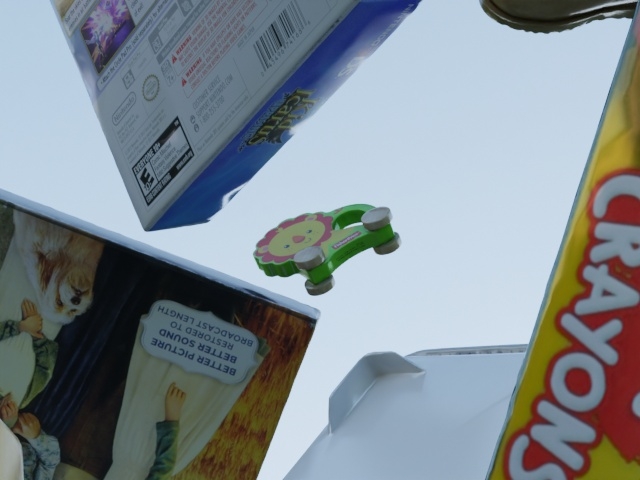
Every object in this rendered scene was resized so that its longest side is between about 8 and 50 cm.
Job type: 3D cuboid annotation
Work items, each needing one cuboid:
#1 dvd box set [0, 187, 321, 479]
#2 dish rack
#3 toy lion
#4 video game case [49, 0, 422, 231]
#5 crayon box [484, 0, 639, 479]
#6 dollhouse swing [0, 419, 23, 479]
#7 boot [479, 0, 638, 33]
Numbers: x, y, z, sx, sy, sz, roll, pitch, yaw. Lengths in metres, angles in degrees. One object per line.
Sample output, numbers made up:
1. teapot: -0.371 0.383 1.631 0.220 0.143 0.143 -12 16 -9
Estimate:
1. dvd box set: -0.216 0.195 1.131 0.308 0.420 0.062 22 5 -1
2. dish rack: 0.029 0.163 0.749 0.072 0.333 0.285 51 -28 -19
3. toy lion: 0.000 0.000 1.153 0.096 0.100 0.034 36 -28 58
4. video game case: -0.074 -0.176 0.943 0.269 0.061 0.244 -42 -114 45
5. crayon box: 0.201 0.069 0.321 0.313 0.362 0.106 17 -1 32
6. dollhouse swing: -0.278 0.116 0.336 0.305 0.315 0.347 -17 -40 9
7. boot: 0.280 -0.299 1.346 0.236 0.089 0.269 -7 -22 -8
